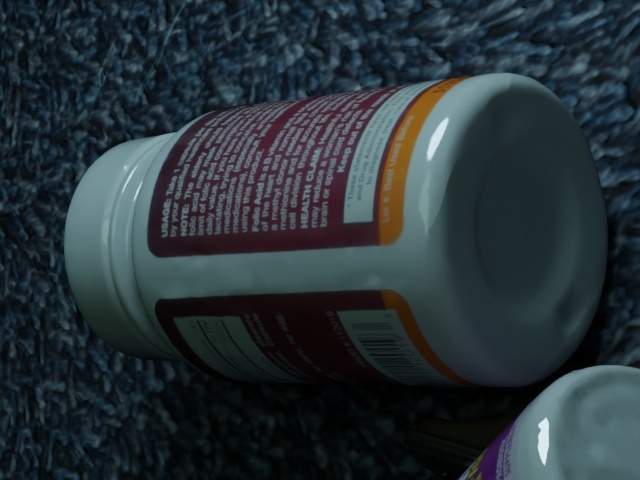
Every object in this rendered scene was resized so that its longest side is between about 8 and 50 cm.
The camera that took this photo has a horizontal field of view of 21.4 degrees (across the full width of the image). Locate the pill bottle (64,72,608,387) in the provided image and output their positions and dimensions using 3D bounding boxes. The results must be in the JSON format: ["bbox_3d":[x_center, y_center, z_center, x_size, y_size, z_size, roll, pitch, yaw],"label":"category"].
[{"bbox_3d":[0.000,0.000,1.301,0.392,0.224,0.224,-3,69,41],"label":"pill bottle"}]

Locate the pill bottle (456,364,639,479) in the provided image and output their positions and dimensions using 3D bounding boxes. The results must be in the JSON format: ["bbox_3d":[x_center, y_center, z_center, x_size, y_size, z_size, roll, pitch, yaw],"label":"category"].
[{"bbox_3d":[0.132,0.223,1.063,0.301,0.169,0.169,-55,39,43],"label":"pill bottle"}]

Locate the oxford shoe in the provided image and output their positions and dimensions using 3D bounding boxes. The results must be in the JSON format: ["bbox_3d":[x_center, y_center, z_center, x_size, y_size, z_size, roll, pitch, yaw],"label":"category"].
[{"bbox_3d":[0.161,0.143,1.199,0.227,0.083,0.096,2,58,39],"label":"oxford shoe"}]
